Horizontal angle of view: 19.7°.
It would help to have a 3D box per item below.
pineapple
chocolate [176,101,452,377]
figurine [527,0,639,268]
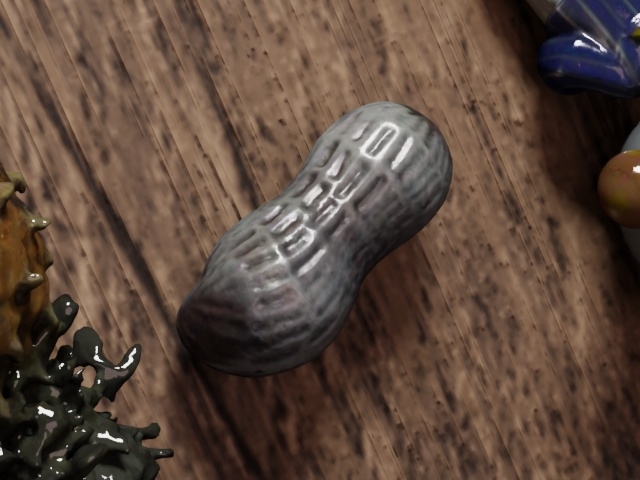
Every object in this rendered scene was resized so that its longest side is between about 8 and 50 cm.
[{"bbox_3d":[-0.156,0.050,0.752,0.158,0.158,0.279,-47,117,-23],"label":"pineapple"},{"bbox_3d":[0.000,0.000,0.869,0.072,0.072,0.167,49,64,-14],"label":"chocolate"},{"bbox_3d":[0.177,-0.073,0.943,0.274,0.133,0.194,37,57,-9],"label":"figurine"}]
